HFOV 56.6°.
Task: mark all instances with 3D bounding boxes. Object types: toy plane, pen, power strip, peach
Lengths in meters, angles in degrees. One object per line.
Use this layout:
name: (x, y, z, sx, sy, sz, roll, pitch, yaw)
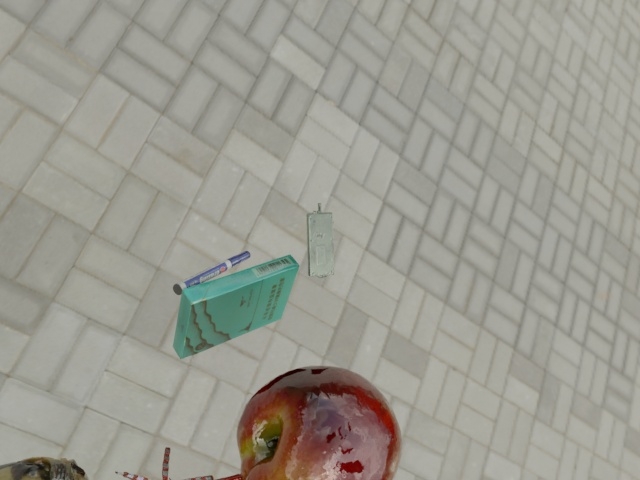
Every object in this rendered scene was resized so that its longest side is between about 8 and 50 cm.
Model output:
toy plane: (-0.180, 0.348, 0.843, 0.194, 0.126, 0.077, -23, 135, -39)
pen: (-0.221, 0.064, 1.241, 0.204, 0.025, 0.025, -28, 96, -46)
power strip: (0.000, 0.000, 1.075, 0.051, 0.019, 0.136, -4, 98, -10)
peach: (0.004, 0.289, 0.809, 0.243, 0.199, 0.243, 5, 83, -42)

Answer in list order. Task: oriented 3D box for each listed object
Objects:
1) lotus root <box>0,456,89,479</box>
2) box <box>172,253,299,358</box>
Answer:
lotus root: (-0.400, 0.433, 0.754, 0.182, 0.183, 0.310, 25, 59, -27)
box: (-0.154, 0.120, 1.090, 0.226, 0.161, 0.042, -18, 52, -35)
